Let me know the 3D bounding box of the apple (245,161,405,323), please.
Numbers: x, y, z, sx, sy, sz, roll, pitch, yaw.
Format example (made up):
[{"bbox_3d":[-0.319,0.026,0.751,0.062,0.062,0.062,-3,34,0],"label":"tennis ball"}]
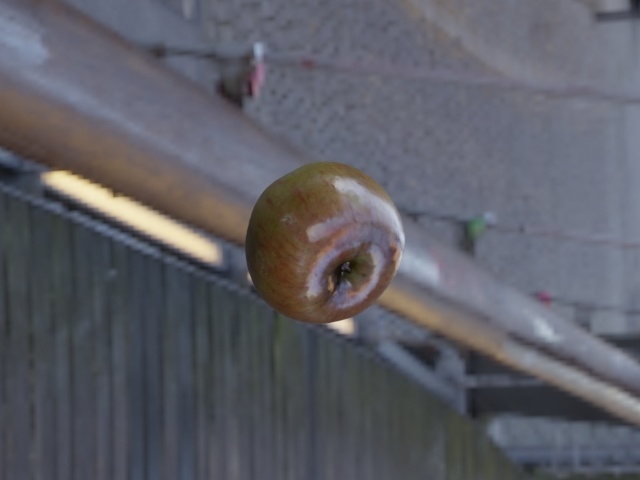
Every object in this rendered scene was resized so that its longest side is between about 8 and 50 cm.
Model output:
[{"bbox_3d":[0.000,0.000,0.894,0.071,0.084,0.084,53,-7,41],"label":"apple"}]
